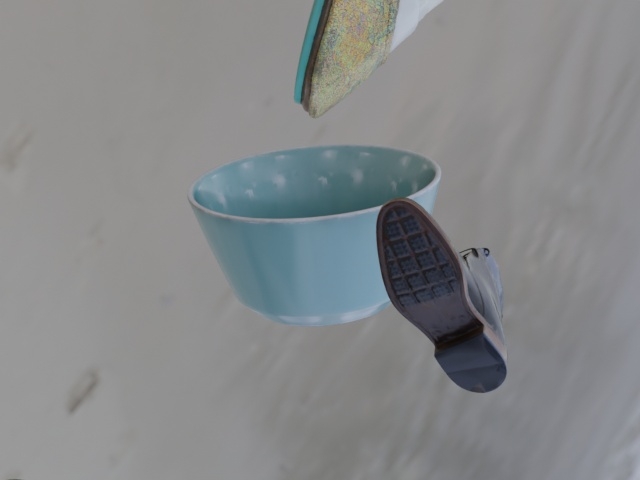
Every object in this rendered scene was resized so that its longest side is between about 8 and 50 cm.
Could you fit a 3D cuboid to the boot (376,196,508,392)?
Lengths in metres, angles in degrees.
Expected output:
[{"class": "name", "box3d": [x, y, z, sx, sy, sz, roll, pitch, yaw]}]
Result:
[{"class": "boot", "box3d": [0.116, 0.032, 1.846, 0.082, 0.219, 0.106, -17, -153, 21]}]

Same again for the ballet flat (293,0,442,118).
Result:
[{"class": "ballet flat", "box3d": [0.059, -0.246, 1.530, 0.123, 0.123, 0.349, 100, 0, -61]}]

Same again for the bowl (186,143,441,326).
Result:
[{"class": "bowl", "box3d": [0.000, 0.000, 2.393, 0.311, 0.311, 0.163, -33, 122, -54]}]

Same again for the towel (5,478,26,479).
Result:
[{"class": "towel", "box3d": [-0.250, 0.398, 2.109, 0.370, 0.271, 0.040, -91, -171, -58]}]
